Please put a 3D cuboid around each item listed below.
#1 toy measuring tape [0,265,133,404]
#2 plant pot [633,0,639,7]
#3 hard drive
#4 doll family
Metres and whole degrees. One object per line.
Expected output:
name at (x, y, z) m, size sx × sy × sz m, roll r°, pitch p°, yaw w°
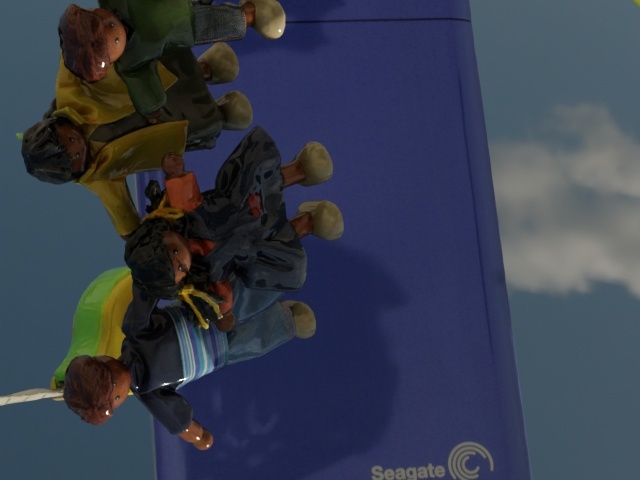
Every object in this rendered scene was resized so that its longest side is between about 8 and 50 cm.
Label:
toy measuring tape at (-0.202, 0.077, 1.337) m, size 0.330 × 0.121 × 0.121 m, roll -1°, pitch -156°, yaw -40°
plant pot at (0.122, -0.204, 0.416) m, size 0.228 × 0.227 × 0.207 m, roll 39°, pitch -157°, yaw -23°
hard drive at (0.000, 0.000, 0.925) m, size 0.210 × 0.319 × 0.040 m, roll -3°, pitch 164°, yaw -11°
doll family at (-0.057, -0.014, 0.589) m, size 0.076 × 0.193 × 0.111 m, roll -13°, pitch -170°, yaw 45°
